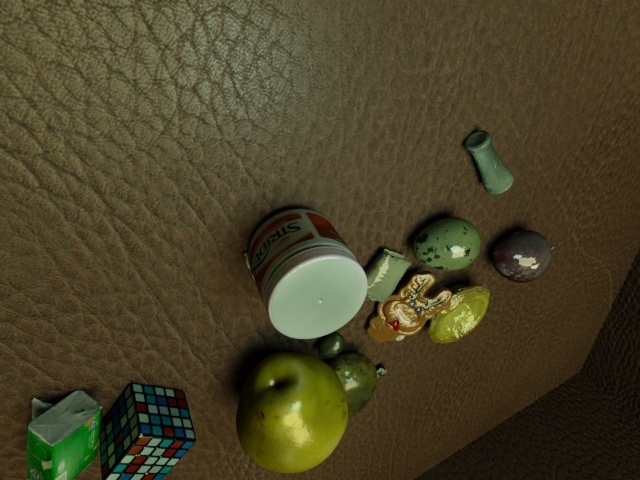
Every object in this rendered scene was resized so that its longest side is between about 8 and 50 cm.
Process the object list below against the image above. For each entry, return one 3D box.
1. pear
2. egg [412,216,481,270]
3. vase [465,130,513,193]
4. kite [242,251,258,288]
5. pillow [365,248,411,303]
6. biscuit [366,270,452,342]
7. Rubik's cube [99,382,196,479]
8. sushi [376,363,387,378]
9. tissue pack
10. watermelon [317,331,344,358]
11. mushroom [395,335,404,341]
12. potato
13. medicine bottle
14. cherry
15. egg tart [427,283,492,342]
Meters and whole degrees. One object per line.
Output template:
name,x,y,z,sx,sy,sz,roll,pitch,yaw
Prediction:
pear,-0.091,0.537,1.297,0.362,0.362,0.419,-28,136,-11
egg,0.413,0.014,1.342,0.227,0.177,0.177,-9,128,-5
vase,0.528,-0.247,1.280,0.096,0.096,0.219,-45,130,5
kite,-0.110,0.067,1.169,0.267,0.013,0.323,15,112,-37
pillow,0.210,0.115,1.354,0.134,0.078,0.181,23,107,-40
biscuit,0.312,0.255,1.481,0.333,0.047,0.202,-40,109,16
Rubik's cube,-0.496,0.548,1.165,0.187,0.182,0.184,29,103,-42
sushi,0.242,0.559,1.717,0.083,0.044,0.046,-40,134,-3
tissue pack,-0.686,0.513,1.066,0.148,0.156,0.209,-34,146,-59
watermelon,0.036,0.369,1.432,0.110,0.078,0.078,-41,134,9
mushroom,0.339,0.292,1.560,0.084,0.071,0.209,24,111,-6
potato,0.103,0.548,1.537,0.210,0.173,0.308,-15,131,-31
medicine bottle,-0.040,0.078,1.037,0.252,0.241,0.253,-12,125,-17
cherry,0.795,0.065,1.605,0.265,0.184,0.214,2,113,-15
egg tart,0.540,0.282,1.649,0.314,0.120,0.315,-15,129,-19
